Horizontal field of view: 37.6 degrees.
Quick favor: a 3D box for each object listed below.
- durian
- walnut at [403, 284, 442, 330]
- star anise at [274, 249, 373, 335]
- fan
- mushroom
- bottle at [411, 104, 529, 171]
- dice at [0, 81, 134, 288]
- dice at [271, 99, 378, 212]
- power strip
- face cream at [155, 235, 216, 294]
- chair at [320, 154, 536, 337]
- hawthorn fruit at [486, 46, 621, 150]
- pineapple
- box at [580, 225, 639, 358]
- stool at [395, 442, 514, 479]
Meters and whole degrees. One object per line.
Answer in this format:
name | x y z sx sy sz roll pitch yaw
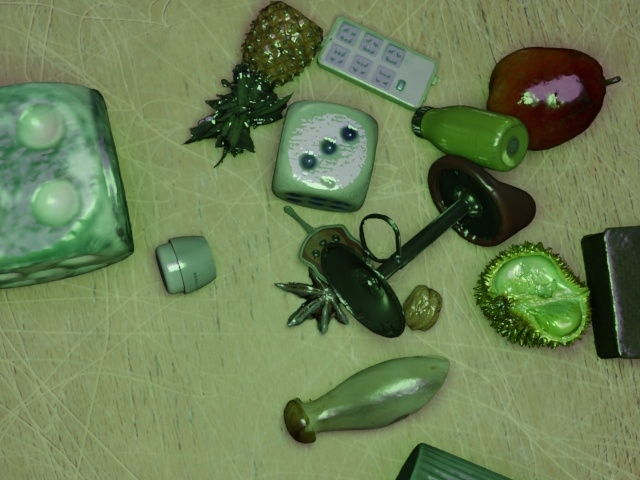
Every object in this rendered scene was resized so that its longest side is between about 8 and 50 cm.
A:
durian | 0.427 0.114 1.908 0.237 0.176 0.200 36 72 -4
walnut | 0.209 0.142 1.936 0.079 0.082 0.096 26 88 -31
star anise | 0.006 0.104 1.934 0.181 0.061 0.204 35 80 7
fan | 0.000 0.000 1.943 0.132 0.009 0.220 -35 69 -26
mushroom | 0.097 0.316 1.882 0.350 0.128 0.128 -18 84 -4
bottle | 0.295 -0.219 1.915 0.112 0.260 0.112 -16 116 -35
dice | -0.541 -0.098 1.786 0.348 0.330 0.328 -13 84 -4
dice | 0.008 -0.167 1.905 0.193 0.194 0.191 12 83 -4
power strip | 0.124 -0.376 2.015 0.270 0.046 0.118 25 81 -1
face cream | -0.272 0.048 1.895 0.104 0.117 0.117 -17 84 -15
chair | 0.219 -0.010 1.861 0.401 0.226 0.226 -36 86 -23
hawthorn fruit | 0.479 -0.302 1.929 0.261 0.224 0.224 -14 82 33
pineapple | -0.133 -0.311 1.948 0.165 0.165 0.364 30 90 0
box | 0.663 0.104 1.943 0.184 0.143 0.273 -5 84 -5
stool | 0.284 0.571 1.789 0.330 0.297 0.297 26 81 5
